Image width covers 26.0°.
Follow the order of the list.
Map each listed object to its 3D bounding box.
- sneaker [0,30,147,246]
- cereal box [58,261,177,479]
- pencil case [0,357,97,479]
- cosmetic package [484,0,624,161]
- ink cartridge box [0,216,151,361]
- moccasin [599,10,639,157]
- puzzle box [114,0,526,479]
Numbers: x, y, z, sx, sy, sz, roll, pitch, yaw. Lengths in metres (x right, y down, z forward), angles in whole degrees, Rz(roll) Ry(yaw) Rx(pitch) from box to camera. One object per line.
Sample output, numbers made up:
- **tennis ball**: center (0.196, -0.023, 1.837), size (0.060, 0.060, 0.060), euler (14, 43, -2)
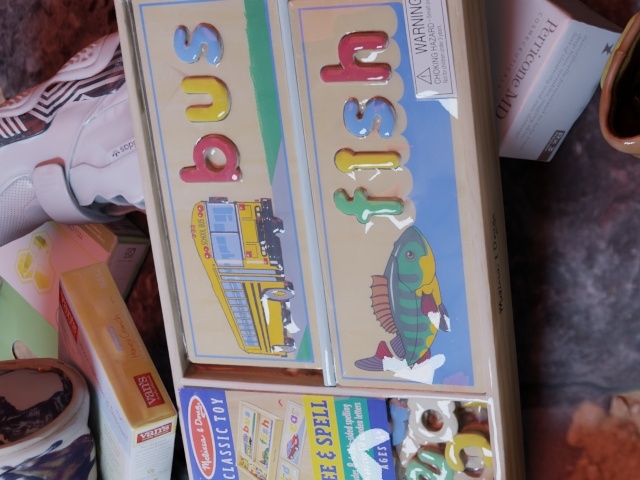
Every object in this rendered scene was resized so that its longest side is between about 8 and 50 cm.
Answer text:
- **sneaker**: center (-0.170, -0.046, 1.196), size (0.366, 0.137, 0.210), euler (-34, 68, 17)
- **cereal box**: center (-0.182, 0.159, 1.213), size (0.173, 0.047, 0.240), euler (59, 152, 33)
- **pencil case**: center (-0.265, 0.293, 1.197), size (0.159, 0.183, 0.410), euler (3, 118, 7)
- **cosmetic package**: center (0.100, -0.168, 1.040), size (0.231, 0.085, 0.117), euler (42, 115, 33)
- **ink cartridge box**: center (-0.273, 0.054, 1.367), size (0.171, 0.056, 0.235), euler (38, 111, 33)
- **moccasin**: center (0.295, -0.208, 0.836), size (0.380, 0.147, 0.139), euler (-53, 59, 26)
- **puzzle box**: center (0.000, 0.000, 1.020), size (0.272, 0.052, 0.409), euler (0, 108, 25)
